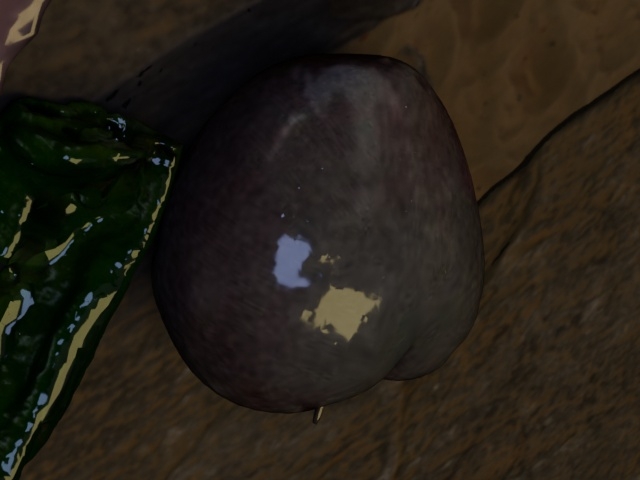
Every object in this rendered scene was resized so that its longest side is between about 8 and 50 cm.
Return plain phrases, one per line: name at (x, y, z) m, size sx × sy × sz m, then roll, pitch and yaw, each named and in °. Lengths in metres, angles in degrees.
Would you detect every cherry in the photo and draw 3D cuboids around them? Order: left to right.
cherry at (-0.003, -0.001, 0.846) m, size 0.176 × 0.140 × 0.176 m, roll -8°, pitch 102°, yaw -42°

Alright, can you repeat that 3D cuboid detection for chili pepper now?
chili pepper at (-0.150, 0.051, 0.802) m, size 0.099 × 0.083 × 0.253 m, roll 27°, pitch 98°, yaw -40°

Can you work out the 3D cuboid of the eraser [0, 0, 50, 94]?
eraser at (-0.239, -0.143, 0.535) m, size 0.359 × 0.122 × 0.272 m, roll 18°, pitch 106°, yaw -49°
